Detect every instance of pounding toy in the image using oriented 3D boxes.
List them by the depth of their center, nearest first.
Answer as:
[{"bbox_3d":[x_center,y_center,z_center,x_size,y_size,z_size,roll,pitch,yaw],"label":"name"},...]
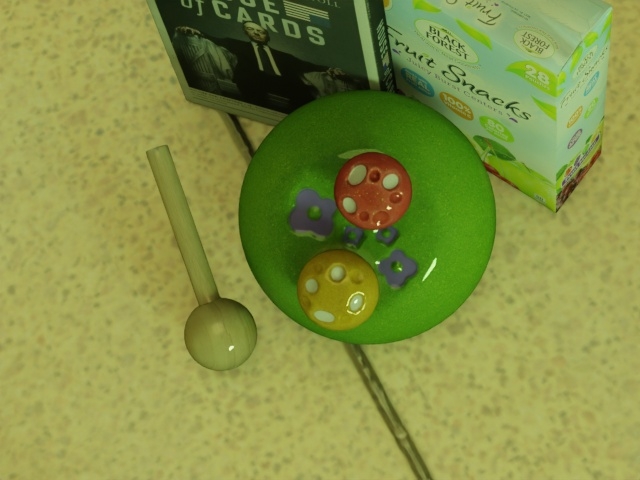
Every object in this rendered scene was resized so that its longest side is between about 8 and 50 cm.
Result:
[{"bbox_3d":[0.000,0.000,1.035,0.237,0.110,0.183,-12,100,10],"label":"pounding toy"}]

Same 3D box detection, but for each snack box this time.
[{"bbox_3d":[0.111,-0.127,1.067,0.174,0.207,0.070,33,74,21],"label":"snack box"}]

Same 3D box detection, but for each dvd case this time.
[{"bbox_3d":[-0.035,-0.145,1.078,0.179,0.238,0.029,17,69,16],"label":"dvd case"}]
